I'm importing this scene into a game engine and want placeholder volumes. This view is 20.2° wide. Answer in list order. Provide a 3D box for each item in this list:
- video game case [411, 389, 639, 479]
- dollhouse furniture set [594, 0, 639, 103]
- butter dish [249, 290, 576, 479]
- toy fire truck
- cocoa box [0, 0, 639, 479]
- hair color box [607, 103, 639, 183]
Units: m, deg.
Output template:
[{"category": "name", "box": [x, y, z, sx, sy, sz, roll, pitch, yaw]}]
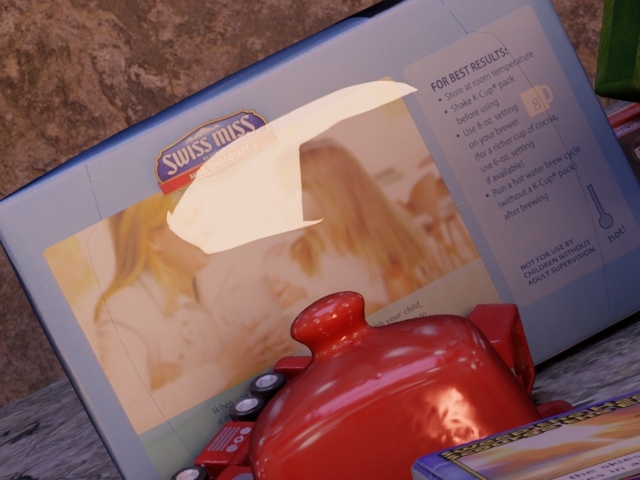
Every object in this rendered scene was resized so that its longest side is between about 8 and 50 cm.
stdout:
[{"category": "video game case", "box": [0.173, 0.047, 0.353, 0.269, 0.061, 0.244, -16, 4, -7]}, {"category": "dollhouse furniture set", "box": [0.306, -0.152, 1.059, 0.198, 0.151, 0.301, 8, 0, -10]}, {"category": "butter dish", "box": [0.026, 0.078, 0.780, 0.160, 0.118, 0.160, -26, 4, 4]}, {"category": "toy fire truck", "box": [0.019, 0.101, 0.926, 0.135, 0.047, 0.192, -3, 28, 31]}, {"category": "cocoa box", "box": [0.000, 0.000, 1.109, 0.347, 0.231, 0.228, -27, 6, -6]}, {"category": "hair color box", "box": [0.218, -0.038, 1.202, 0.053, 0.093, 0.167, -27, 3, 8]}]
